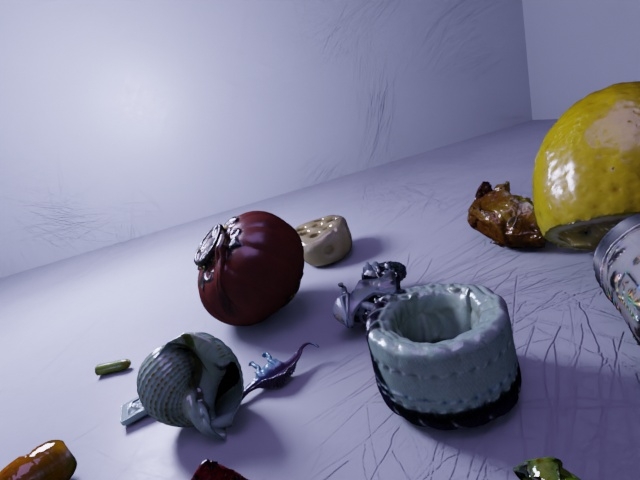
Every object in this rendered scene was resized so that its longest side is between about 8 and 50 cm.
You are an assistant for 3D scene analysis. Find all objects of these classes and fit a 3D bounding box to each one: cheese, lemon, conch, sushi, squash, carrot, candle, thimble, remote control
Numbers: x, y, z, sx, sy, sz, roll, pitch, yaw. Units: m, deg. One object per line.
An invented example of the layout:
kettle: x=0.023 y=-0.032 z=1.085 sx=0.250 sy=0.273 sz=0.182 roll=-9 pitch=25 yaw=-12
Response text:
cheese: x=0.000 y=0.000 z=1.323 sx=0.218 sy=0.117 sz=0.235 roll=-5 pitch=21 yaw=31
lemon: x=0.618 y=-0.151 z=0.815 sx=0.365 sy=0.363 sz=0.364 roll=-14 pitch=18 yaw=5
conch: x=-0.219 y=0.254 z=0.719 sx=0.172 sy=0.200 sz=0.131 roll=-48 pitch=-5 yaw=-12
sushi: x=0.507 y=-0.068 z=1.080 sx=0.179 sy=0.166 sz=0.296 roll=-34 pitch=8 yaw=6
squash: x=-0.492 y=0.301 z=0.965 sx=0.084 sy=0.027 sz=0.027 roll=-13 pitch=18 yaw=3
carrot: x=-0.474 y=0.389 z=0.605 sx=0.087 sy=0.087 sz=0.193 roll=2 pitch=26 yaw=42
candle: x=0.521 y=0.087 z=0.554 sx=0.188 sy=0.187 sz=0.330 roll=-8 pitch=21 yaw=20
thimble: x=0.192 y=0.165 z=0.631 sx=0.238 sy=0.150 sz=0.237 roll=-13 pitch=18 yaw=4
remote control: x=-0.310 y=0.308 z=0.800 sx=0.162 sy=0.029 sz=0.061 roll=-26 pitch=19 yaw=-17

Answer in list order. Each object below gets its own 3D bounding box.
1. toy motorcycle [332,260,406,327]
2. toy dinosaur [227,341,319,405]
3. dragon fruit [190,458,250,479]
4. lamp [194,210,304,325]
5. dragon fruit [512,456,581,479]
toy motorcycle: x=0.114 y=0.120 z=0.903 sx=0.159 sy=0.105 sz=0.270 roll=-5 pitch=24 yaw=12
toy dinosaur: x=-0.093 y=0.250 z=0.776 sx=0.198 sy=0.045 sz=0.080 roll=-30 pitch=29 yaw=-18
dragon fruit: x=-0.167 y=0.346 z=0.521 sx=0.063 sy=0.097 sz=0.131 roll=-1 pitch=42 yaw=45
lamp: x=-0.179 y=0.068 z=1.024 sx=0.303 sy=0.257 sz=0.302 roll=-37 pitch=33 yaw=30
dragon fruit: x=0.195 y=0.258 z=0.279 sx=0.200 sy=0.198 sz=0.269 roll=25 pitch=8 yaw=-21
